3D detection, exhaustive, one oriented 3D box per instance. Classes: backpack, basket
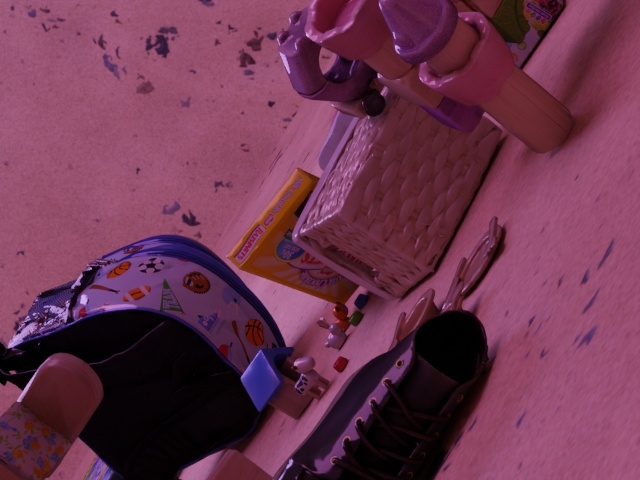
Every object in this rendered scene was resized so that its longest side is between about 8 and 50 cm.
[{"bbox_3d":[-0.168,0.123,2.122,0.263,0.276,0.213,-17,38,44],"label":"backpack"},{"bbox_3d":[0.069,-0.050,1.709,0.167,0.113,0.103,-62,10,-21],"label":"basket"}]

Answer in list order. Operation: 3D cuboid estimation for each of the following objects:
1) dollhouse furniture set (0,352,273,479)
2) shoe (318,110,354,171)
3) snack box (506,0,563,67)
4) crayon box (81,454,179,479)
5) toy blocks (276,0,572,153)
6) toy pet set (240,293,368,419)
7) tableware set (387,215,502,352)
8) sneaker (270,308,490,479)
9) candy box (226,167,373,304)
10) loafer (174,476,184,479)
[{"bbox_3d":[-0.271,0.221,1.695,0.256,0.394,0.362,-53,0,37],"label":"dollhouse furniture set"},{"bbox_3d":[0.051,-0.166,2.524,0.081,0.063,0.178,-74,11,-47],"label":"shoe"},{"bbox_3d":[0.188,-0.211,1.863,0.100,0.037,0.141,-57,7,23],"label":"snack box"},{"bbox_3d":[-0.262,0.325,2.569,0.323,0.083,0.203,-50,11,53],"label":"crayon box"},{"bbox_3d":[0.074,-0.256,1.534,0.309,0.260,0.288,19,77,56],"label":"toy blocks"},{"bbox_3d":[-0.020,0.104,1.868,0.114,0.065,0.122,-55,8,31],"label":"toy pet set"},{"bbox_3d":[0.085,0.063,1.498,0.168,0.020,0.141,-53,10,40],"label":"tableware set"},{"bbox_3d":[0.032,0.138,1.287,0.118,0.083,0.222,-50,10,49],"label":"sneaker"},{"bbox_3d":[0.000,0.000,1.832,0.105,0.027,0.206,-49,-28,10],"label":"candy box"},{"bbox_3d":[-0.194,0.294,2.302,0.062,0.061,0.170,-61,7,-12],"label":"loafer"}]
